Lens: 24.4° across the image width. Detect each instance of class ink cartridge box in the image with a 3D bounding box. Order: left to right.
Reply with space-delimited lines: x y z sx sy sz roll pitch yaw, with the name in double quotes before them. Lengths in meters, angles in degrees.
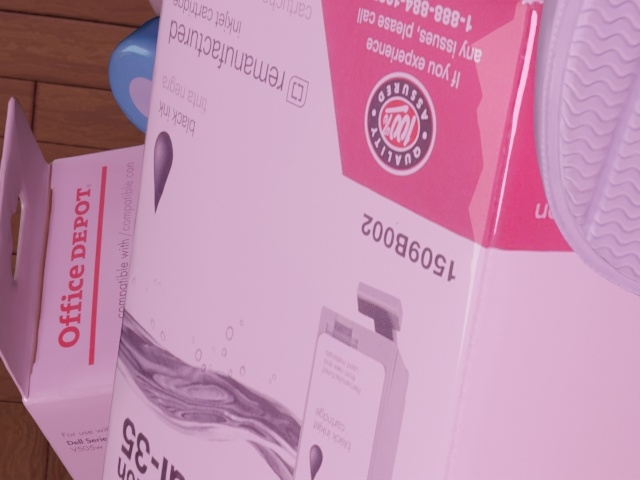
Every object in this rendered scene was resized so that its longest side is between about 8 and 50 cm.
"ink cartridge box" -0.110 0.075 1.025 0.353 0.119 0.207 72 -169 -50
"ink cartridge box" 0.027 0.043 0.492 0.207 0.117 0.283 31 117 53

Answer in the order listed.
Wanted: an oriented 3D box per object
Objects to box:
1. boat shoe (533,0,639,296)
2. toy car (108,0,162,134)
"boat shoe" 0.130 -0.122 0.294 0.094 0.109 0.302 -72 4 -60
"toy car" 0.005 -0.183 0.819 0.238 0.219 0.210 3 128 43
